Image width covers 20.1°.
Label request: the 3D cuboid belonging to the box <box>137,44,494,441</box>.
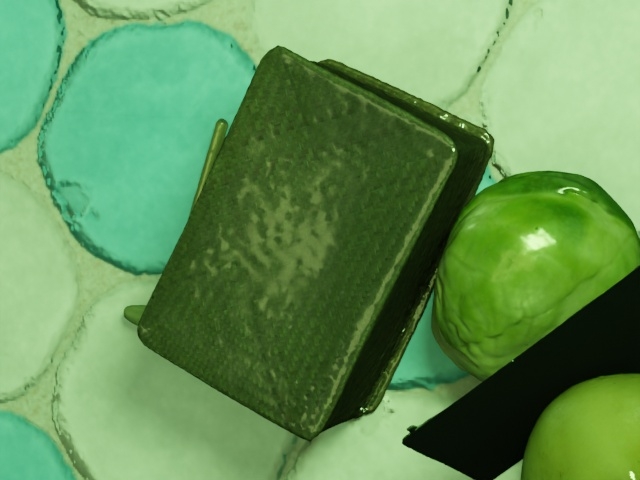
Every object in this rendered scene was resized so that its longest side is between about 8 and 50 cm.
[{"bbox_3d":[0.001,0.000,1.472,0.184,0.143,0.273,28,99,14],"label":"box"}]

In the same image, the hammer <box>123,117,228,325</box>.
[{"bbox_3d":[-0.119,-0.014,1.569,0.060,0.028,0.195,17,92,21],"label":"hammer"}]

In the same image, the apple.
[{"bbox_3d":[0.244,0.196,1.387,0.200,0.200,0.200,0,91,16],"label":"apple"}]

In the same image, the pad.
[{"bbox_3d":[0.198,0.099,1.415,0.265,0.159,0.009,-38,56,13],"label":"pad"}]

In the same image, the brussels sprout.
[{"bbox_3d":[0.162,0.023,1.432,0.183,0.131,0.145,-27,128,10],"label":"brussels sprout"}]
